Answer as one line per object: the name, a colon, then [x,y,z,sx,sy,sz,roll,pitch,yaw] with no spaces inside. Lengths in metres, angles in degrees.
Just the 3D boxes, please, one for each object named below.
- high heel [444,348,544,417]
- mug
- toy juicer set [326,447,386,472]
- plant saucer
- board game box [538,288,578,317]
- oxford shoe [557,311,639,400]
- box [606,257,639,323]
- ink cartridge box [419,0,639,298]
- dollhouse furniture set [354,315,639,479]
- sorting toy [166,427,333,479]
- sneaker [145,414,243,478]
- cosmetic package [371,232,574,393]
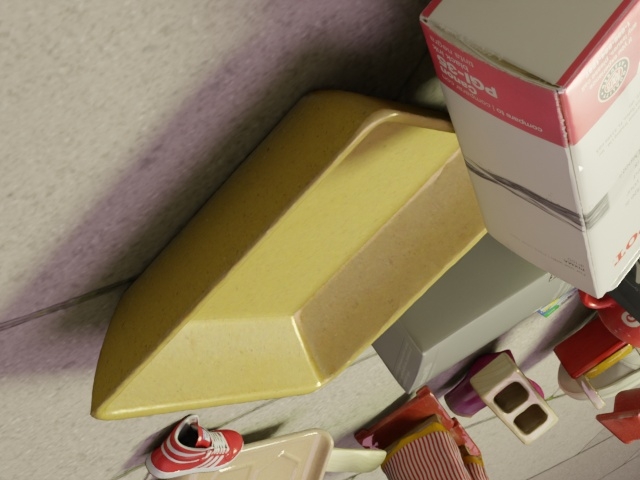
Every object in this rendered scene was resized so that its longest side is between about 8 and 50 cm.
high heel: [0.270,0.190,1.950,0.117,0.082,0.244,-42,148,25]
mug: [0.404,0.043,1.707,0.150,0.113,0.169,-23,152,-36]
toy juicer set: [-0.093,0.329,1.696,0.329,0.089,0.209,-50,137,1]
plant saucer: [0.000,0.000,1.132,0.333,0.081,0.333,-45,157,23]
board game box: [0.323,0.008,1.706,0.201,0.035,0.136,-41,159,9]
oxford shoe: [0.441,0.070,1.911,0.130,0.169,0.449,22,140,-17]
box: [0.432,-0.034,1.552,0.270,0.165,0.143,-27,138,-18]
ink cartridge box: [0.195,-0.118,1.001,0.207,0.117,0.283,-50,151,-14]
dollhouse furniture set: [0.248,0.235,1.755,0.374,0.201,0.152,-37,124,7]
sorting toy: [-0.096,0.298,1.573,0.208,0.038,0.193,-3,120,-40]
sneaker: [-0.112,0.201,1.426,0.118,0.042,0.067,-10,150,-45]
cosmetic package: [0.160,0.040,1.431,0.238,0.107,0.127,-34,162,-15]
